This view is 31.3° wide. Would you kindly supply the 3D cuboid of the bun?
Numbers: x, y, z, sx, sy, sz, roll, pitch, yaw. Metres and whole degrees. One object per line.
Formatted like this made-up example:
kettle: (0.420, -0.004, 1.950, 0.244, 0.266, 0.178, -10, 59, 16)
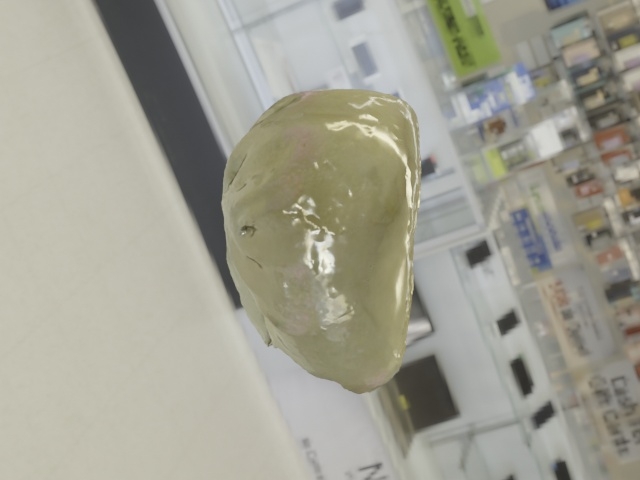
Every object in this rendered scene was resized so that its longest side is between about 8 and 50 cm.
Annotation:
bun: (0.000, 0.000, 0.732, 0.178, 0.128, 0.193, 64, 28, -82)
